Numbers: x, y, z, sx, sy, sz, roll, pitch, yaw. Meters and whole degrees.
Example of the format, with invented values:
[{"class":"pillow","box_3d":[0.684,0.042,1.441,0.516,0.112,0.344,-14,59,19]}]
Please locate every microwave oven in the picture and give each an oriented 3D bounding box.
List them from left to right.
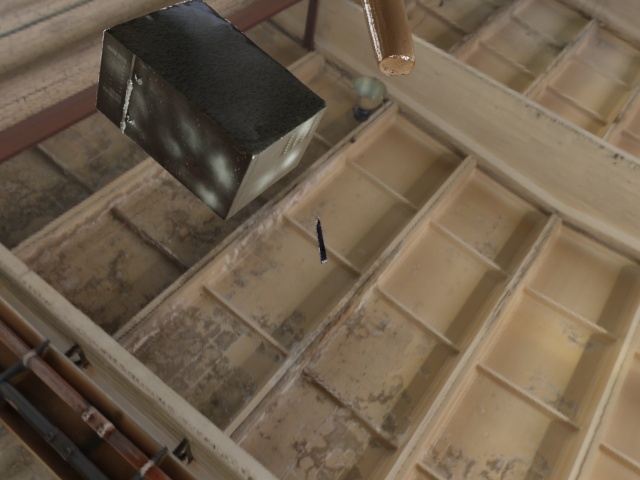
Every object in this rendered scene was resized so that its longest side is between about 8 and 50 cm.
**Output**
[{"class":"microwave oven","box_3d":[-0.256,-0.326,1.354,0.432,0.236,0.374,40,-133,5]}]

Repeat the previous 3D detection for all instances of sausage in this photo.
[{"class":"sausage","box_3d":[0.200,-0.611,1.632,0.123,0.123,0.253,-12,-94,-20]}]

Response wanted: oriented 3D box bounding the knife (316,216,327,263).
[{"class":"knife","box_3d":[0.000,0.000,1.419,0.018,0.031,0.121,-10,-100,-3]}]
